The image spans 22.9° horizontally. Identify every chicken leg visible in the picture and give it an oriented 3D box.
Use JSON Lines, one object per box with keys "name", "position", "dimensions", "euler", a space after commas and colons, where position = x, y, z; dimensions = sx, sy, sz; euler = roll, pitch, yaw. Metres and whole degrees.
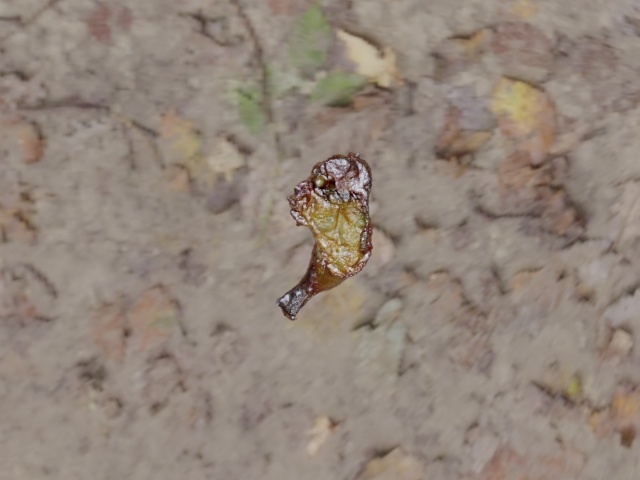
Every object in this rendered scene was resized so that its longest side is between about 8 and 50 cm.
{"name": "chicken leg", "position": [0.005, 0.001, 1.065], "dimensions": [0.062, 0.037, 0.145], "euler": [8, 130, 1]}
